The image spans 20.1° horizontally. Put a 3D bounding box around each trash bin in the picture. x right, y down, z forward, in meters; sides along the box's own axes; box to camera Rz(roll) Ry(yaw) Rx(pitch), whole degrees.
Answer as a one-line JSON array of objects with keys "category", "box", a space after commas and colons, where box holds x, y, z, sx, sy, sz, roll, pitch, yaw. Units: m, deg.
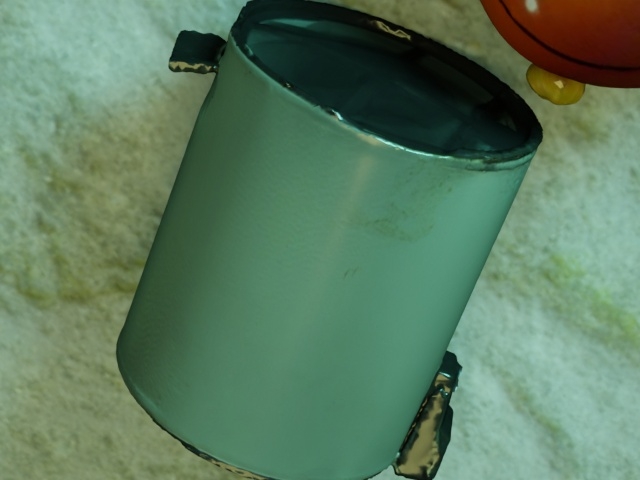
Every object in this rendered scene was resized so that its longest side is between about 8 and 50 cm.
[{"category": "trash bin", "box": [0.000, 0.000, 1.225, 0.277, 0.217, 0.262, 21, 115, -3]}]

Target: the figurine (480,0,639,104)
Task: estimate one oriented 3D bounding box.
[{"category": "figurine", "box": [0.184, -0.235, 1.111, 0.320, 0.196, 0.323, -19, 102, 6]}]
